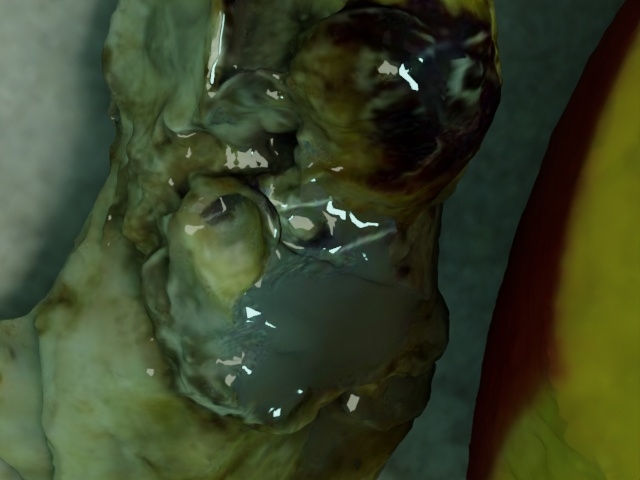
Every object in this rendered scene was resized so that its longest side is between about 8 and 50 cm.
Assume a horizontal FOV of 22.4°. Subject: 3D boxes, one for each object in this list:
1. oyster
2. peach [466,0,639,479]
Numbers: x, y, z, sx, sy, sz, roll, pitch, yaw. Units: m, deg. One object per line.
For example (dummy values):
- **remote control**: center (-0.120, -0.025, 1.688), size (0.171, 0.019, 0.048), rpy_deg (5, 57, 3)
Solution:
- **oyster**: center (-0.009, -0.005, 0.464), size (0.161, 0.107, 0.232), rpy_deg (-14, 118, -42)
- **peach**: center (0.195, 0.032, 0.543), size (0.380, 0.242, 0.306), rpy_deg (-62, 157, 0)
